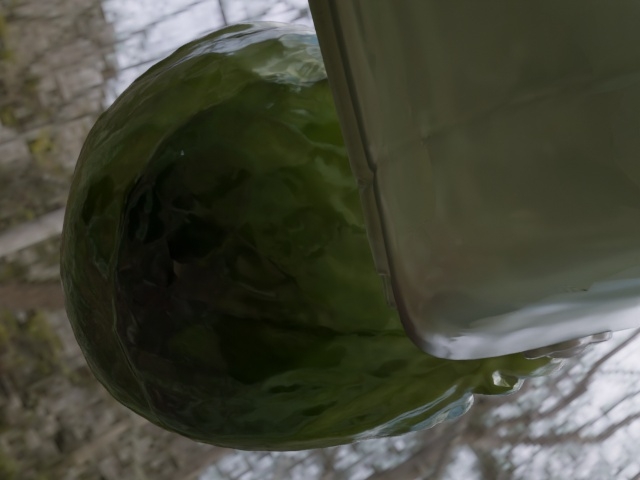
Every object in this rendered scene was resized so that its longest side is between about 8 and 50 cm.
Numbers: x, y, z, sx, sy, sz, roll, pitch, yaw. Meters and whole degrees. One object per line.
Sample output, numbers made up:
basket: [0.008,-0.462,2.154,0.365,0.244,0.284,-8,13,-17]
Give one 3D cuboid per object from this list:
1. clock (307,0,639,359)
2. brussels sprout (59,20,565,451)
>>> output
clock: [0.163,-0.056,0.428,0.324,0.265,0.109,-14,-97,0]
brussels sprout: [0.000,0.000,0.938,0.271,0.210,0.219,5,-63,11]
